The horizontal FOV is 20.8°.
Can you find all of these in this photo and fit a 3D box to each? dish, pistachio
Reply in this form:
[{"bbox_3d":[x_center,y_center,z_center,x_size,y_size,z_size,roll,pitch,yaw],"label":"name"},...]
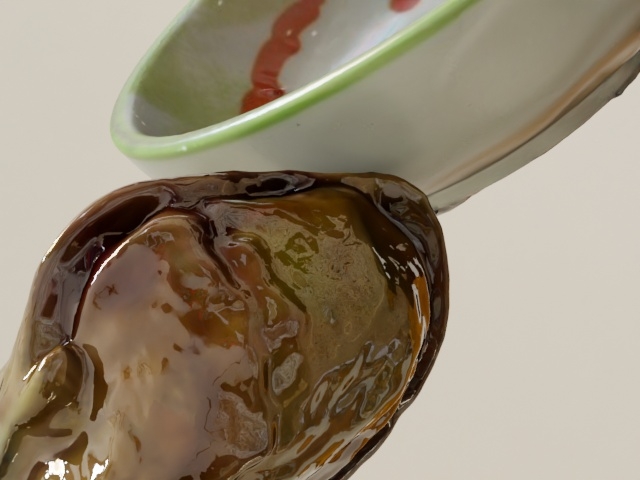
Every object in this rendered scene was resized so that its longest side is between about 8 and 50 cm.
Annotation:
[{"bbox_3d":[0.064,-0.103,0.836,0.124,0.324,0.324,52,-166,-21],"label":"dish"},{"bbox_3d":[-0.036,0.048,0.682,0.130,0.210,0.165,32,152,53],"label":"pistachio"}]
